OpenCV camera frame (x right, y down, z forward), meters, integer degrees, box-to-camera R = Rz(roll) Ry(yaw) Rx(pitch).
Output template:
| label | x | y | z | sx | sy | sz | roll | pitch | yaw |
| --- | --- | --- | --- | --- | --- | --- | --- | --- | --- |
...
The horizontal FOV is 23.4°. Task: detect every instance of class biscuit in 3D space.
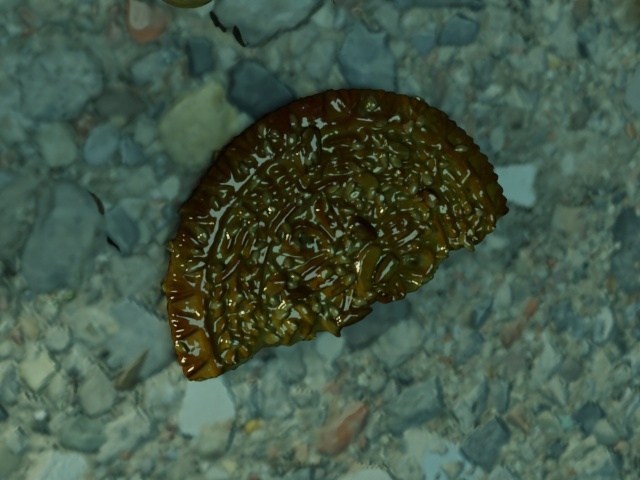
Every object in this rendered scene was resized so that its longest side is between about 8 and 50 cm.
| label | x | y | z | sx | sy | sz | roll | pitch | yaw |
| --- | --- | --- | --- | --- | --- | --- | --- | --- | --- |
| biscuit | 0.002 | -0.013 | 0.812 | 0.206 | 0.025 | 0.126 | -29 | 112 | -17 |

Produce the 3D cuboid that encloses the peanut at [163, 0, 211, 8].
| label | x | y | z | sx | sy | sz | roll | pitch | yaw |
| --- | --- | --- | --- | --- | --- | --- | --- | --- | --- |
| peanut | -0.080 | -0.161 | 0.728 | 0.054 | 0.054 | 0.113 | -37 | 114 | -13 |
